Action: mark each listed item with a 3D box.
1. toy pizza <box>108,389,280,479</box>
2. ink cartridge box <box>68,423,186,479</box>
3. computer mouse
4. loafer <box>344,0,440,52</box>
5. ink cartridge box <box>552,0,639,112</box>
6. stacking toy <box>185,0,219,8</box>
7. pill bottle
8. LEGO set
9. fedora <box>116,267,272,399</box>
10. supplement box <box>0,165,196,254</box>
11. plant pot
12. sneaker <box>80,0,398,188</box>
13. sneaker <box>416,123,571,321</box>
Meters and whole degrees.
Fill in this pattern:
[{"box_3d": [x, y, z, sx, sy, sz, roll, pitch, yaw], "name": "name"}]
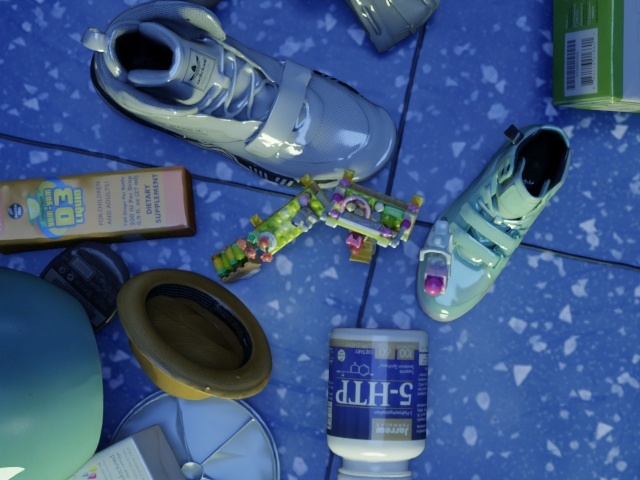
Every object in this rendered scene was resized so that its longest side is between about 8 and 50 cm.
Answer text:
[{"box_3d": [-0.146, 0.265, 1.583, 0.201, 0.032, 0.201, 0, 87, 0], "name": "toy pizza"}, {"box_3d": [-0.257, 0.314, 1.531, 0.231, 0.078, 0.134, -29, 86, 16], "name": "ink cartridge box"}, {"box_3d": [-0.345, 0.082, 1.586, 0.184, 0.060, 0.262, 38, 100, -1], "name": "computer mouse"}, {"box_3d": [-0.004, -0.335, 1.535, 0.319, 0.112, 0.111, 41, 100, -20], "name": "loafer"}, {"box_3d": [0.391, -0.238, 1.573, 0.255, 0.097, 0.189, 1, 90, -33], "name": "ink cartridge box"}, {"box_3d": [-0.250, -0.386, 1.580, 0.330, 0.141, 0.141, 24, 87, 8], "name": "stacking toy"}, {"box_3d": [0.063, 0.191, 1.543, 0.112, 0.112, 0.187, 1, 87, 1], "name": "pill bottle"}, {"box_3d": [0.000, 0.000, 1.512, 0.287, 0.107, 0.132, 0, 111, 16], "name": "LEGO set"}, {"box_3d": [-0.150, 0.118, 1.549, 0.194, 0.194, 0.079, 39, 122, 3], "name": "fedora"}, {"box_3d": [-0.263, -0.035, 1.580, 0.233, 0.080, 0.078, -6, 84, 3], "name": "supplement box"}, {"box_3d": [-0.363, 0.154, 1.429, 0.235, 0.293, 0.293, -5, 86, -28], "name": "plant pot"}, {"box_3d": [-0.091, -0.156, 1.516, 0.366, 0.210, 0.137, 18, 88, 2], "name": "sneaker"}, {"box_3d": [0.188, -0.025, 1.533, 0.094, 0.151, 0.256, 31, 89, 1], "name": "sneaker"}]
